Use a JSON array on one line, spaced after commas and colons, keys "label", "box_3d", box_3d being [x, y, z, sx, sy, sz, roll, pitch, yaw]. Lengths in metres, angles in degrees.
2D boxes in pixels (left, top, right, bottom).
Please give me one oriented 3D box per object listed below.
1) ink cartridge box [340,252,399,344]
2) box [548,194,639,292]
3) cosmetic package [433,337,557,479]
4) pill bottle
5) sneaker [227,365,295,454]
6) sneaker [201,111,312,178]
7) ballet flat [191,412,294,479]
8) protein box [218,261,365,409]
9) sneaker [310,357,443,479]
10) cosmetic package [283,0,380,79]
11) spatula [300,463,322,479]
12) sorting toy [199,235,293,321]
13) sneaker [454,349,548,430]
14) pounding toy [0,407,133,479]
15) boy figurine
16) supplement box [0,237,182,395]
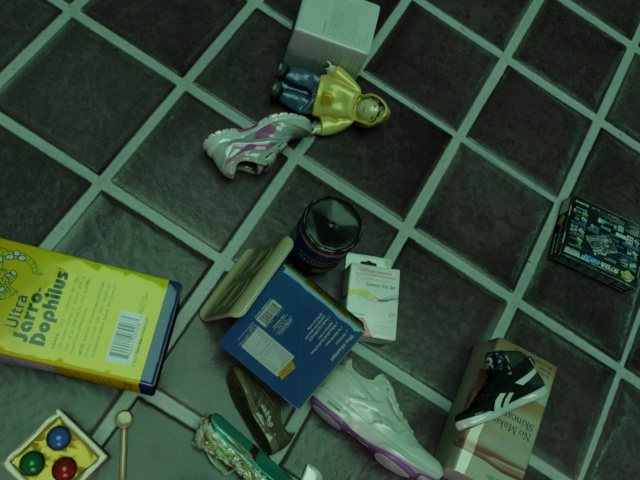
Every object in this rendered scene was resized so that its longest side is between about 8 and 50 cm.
[{"label": "ink cartridge box", "box_3d": [0.107, 0.119, 1.409, 0.116, 0.067, 0.198, 9, 70, -10]}, {"label": "box", "box_3d": [0.694, 0.008, 1.608, 0.220, 0.051, 0.175, 24, 68, -6]}, {"label": "cosmetic package", "box_3d": [0.365, 0.374, 1.356, 0.153, 0.129, 0.296, 27, 68, -4]}, {"label": "pill bottle", "box_3d": [0.000, 0.000, 1.340, 0.123, 0.219, 0.122, 4, 71, -13]}, {"label": "sneaker", "box_3d": [-0.119, 0.331, 1.292, 0.071, 0.066, 0.188, -22, 81, -39]}, {"label": "sneaker", "box_3d": [-0.131, -0.206, 1.448, 0.253, 0.103, 0.111, -20, 82, -13]}, {"label": "ballet flat", "box_3d": [-0.147, 0.432, 1.243, 0.241, 0.091, 0.077, 41, 97, 6]}, {"label": "protein box", "box_3d": [-0.052, 0.182, 1.274, 0.201, 0.136, 0.199, 40, 92, 1]}, {"label": "sneaker", "box_3d": [0.133, 0.359, 1.301, 0.305, 0.114, 0.152, 37, 64, 7]}, {"label": "cosmetic package", "box_3d": [0.023, -0.492, 1.549, 0.184, 0.151, 0.151, 18, 68, -10]}, {"label": "spatula", "box_3d": [0.004, 0.584, 1.252, 0.168, 0.019, 0.241, 26, 67, -6]}, {"label": "sorting toy", "box_3d": [-0.146, 0.084, 1.289, 0.038, 0.208, 0.193, 43, 66, -18]}, {"label": "sneaker", "box_3d": [0.335, 0.287, 1.277, 0.217, 0.079, 0.121, -15, 70, -24]}, {"label": "pounding toy", "box_3d": [-0.426, 0.384, 1.167, 0.181, 0.094, 0.206, 43, 67, 3]}, {"label": "boy figurine", "box_3d": [0.025, -0.324, 1.519, 0.285, 0.092, 0.177, 20, 92, -3]}, {"label": "supplement box", "box_3d": [-0.455, 0.146, 1.186, 0.357, 0.194, 0.195, 15, 69, -9]}]
